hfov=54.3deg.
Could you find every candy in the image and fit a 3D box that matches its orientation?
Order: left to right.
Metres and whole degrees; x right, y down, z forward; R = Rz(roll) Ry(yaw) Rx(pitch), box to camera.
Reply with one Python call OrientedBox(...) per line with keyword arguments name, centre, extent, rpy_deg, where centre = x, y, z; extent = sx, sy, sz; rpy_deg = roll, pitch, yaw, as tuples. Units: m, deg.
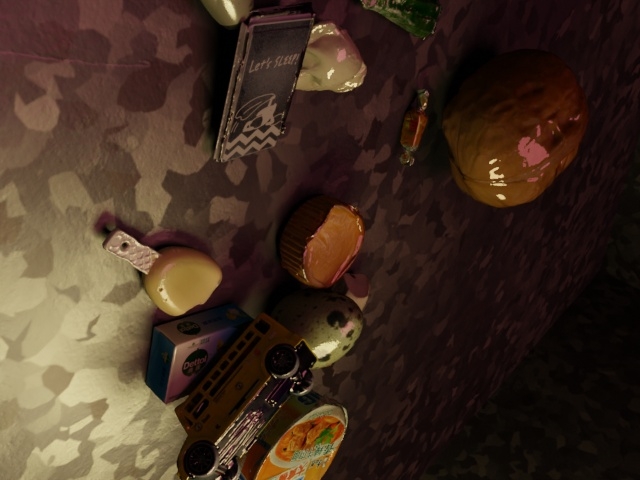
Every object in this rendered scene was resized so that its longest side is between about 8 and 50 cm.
OrientedBox(name="candy", centre=(0.218, -0.263, 1.450), extent=(0.046, 0.053, 0.181), rpy_deg=(-13, 122, -48))

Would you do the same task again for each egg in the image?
OrientedBox(name="egg", centre=(-0.009, 0.188, 1.356), extent=(0.177, 0.228, 0.176), rpy_deg=(31, 51, -47))

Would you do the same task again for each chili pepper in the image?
OrientedBox(name="chili pepper", centre=(0.148, -0.450, 1.220), extent=(0.227, 0.059, 0.088), rpy_deg=(-9, 126, -46))

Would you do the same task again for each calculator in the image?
OrientedBox(name="calculator", centre=(-0.094, -0.253, 1.027), extent=(0.166, 0.028, 0.274), rpy_deg=(-28, 149, -45))

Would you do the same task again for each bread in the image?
OrientedBox(name="bread", centre=(0.000, 0.001, 1.328), extent=(0.199, 0.104, 0.199), rpy_deg=(-27, 129, -38))

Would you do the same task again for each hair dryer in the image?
OrientedBox(name="hair dryer", centre=(-0.128, -0.441, 0.861), extent=(0.224, 0.088, 0.219), rpy_deg=(-66, 151, -8))

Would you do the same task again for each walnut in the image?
OrientedBox(name="walnut", centre=(0.483, -0.276, 1.547), extent=(0.398, 0.308, 0.354), rpy_deg=(-48, 145, -14))

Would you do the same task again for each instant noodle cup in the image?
OrientedBox(name="instant noodle cup", centre=(-0.114, 0.430, 1.403), extent=(0.296, 0.214, 0.296), rpy_deg=(-31, 137, -35))

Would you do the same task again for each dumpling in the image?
OrientedBox(name="dumpling", centre=(0.002, -0.318, 1.116), extent=(0.134, 0.099, 0.169), rpy_deg=(-28, 174, 15))

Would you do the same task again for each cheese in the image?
OrientedBox(name="cheese", centre=(-0.274, 0.048, 1.063), extent=(0.127, 0.050, 0.255), rpy_deg=(-55, 144, -4))

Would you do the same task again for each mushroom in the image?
OrientedBox(name="mushroom", centre=(0.040, 0.189, 1.527), extent=(0.096, 0.108, 0.246), rpy_deg=(26, 92, -15))

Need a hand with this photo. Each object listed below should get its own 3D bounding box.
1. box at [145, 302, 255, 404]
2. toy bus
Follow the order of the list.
OrientedBox(name="box", centre=(-0.232, 0.216, 1.218), extent=(0.194, 0.073, 0.139), rpy_deg=(-13, 126, -47))
OrientedBox(name="toy bus", centre=(-0.156, 0.308, 1.189), extent=(0.331, 0.151, 0.145), rpy_deg=(-49, 153, -14))
